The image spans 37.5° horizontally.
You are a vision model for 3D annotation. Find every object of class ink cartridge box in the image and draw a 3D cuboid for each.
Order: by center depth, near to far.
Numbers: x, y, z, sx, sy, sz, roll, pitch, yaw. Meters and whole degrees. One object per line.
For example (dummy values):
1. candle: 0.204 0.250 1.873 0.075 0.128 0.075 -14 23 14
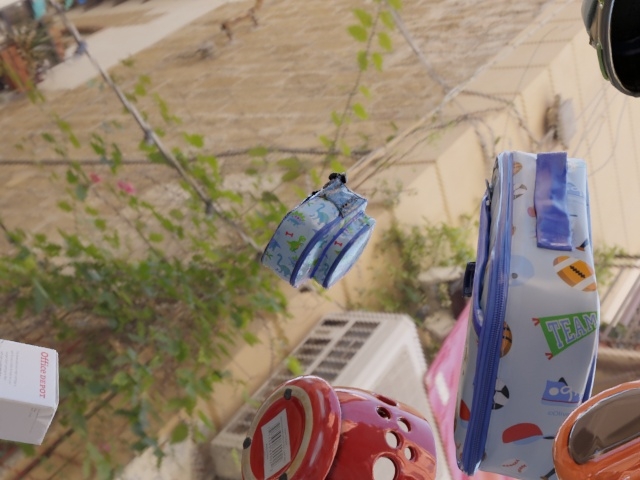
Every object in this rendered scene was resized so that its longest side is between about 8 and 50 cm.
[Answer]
1. ink cartridge box: -0.486 0.209 1.363 0.191 0.139 0.082 17 -65 -24

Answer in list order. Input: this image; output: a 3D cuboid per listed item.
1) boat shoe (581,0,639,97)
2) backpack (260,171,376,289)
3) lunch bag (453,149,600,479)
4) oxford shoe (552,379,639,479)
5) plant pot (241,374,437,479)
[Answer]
1. boat shoe: 0.275 -0.226 0.744 0.109 0.091 0.305 -7 -24 3
2. backpack: 0.000 0.000 1.011 0.084 0.114 0.105 40 -49 16
3. lunch bag: 0.190 0.054 0.871 0.115 0.303 0.243 5 -59 8
4. oxford shoe: 0.252 0.180 0.390 0.364 0.130 0.132 33 -32 61
5. plant pot: 0.017 0.260 1.120 0.174 0.191 0.191 30 -34 -31
